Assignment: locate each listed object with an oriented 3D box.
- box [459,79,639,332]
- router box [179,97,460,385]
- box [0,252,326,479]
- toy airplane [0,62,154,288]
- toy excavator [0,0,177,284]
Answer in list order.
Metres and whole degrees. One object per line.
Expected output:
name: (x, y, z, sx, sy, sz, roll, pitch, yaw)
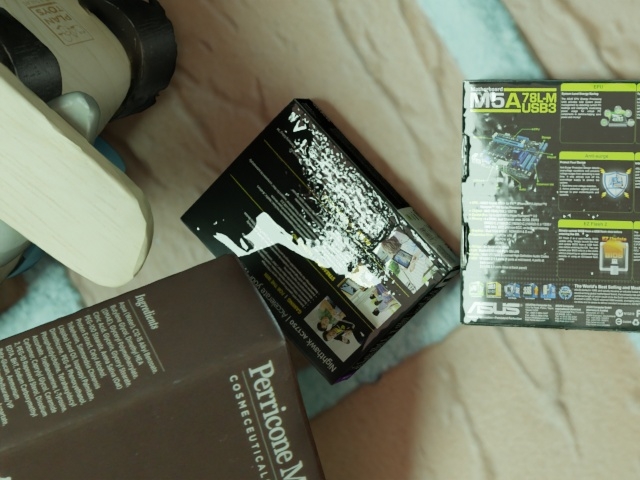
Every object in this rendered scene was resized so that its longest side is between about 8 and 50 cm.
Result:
box: (0.197, -0.026, 1.361, 0.190, 0.045, 0.184, 1, 91, 18)
router box: (0.000, 0.000, 1.419, 0.133, 0.046, 0.179, -45, 80, 15)
box: (-0.195, 0.178, 1.330, 0.381, 0.143, 0.191, -22, 124, -10)
toy airplane: (-0.322, -0.129, 1.182, 0.384, 0.272, 0.386, -10, 92, -10)
toy excavator: (-0.294, -0.007, 1.449, 0.433, 0.222, 0.445, 44, 118, 9)
